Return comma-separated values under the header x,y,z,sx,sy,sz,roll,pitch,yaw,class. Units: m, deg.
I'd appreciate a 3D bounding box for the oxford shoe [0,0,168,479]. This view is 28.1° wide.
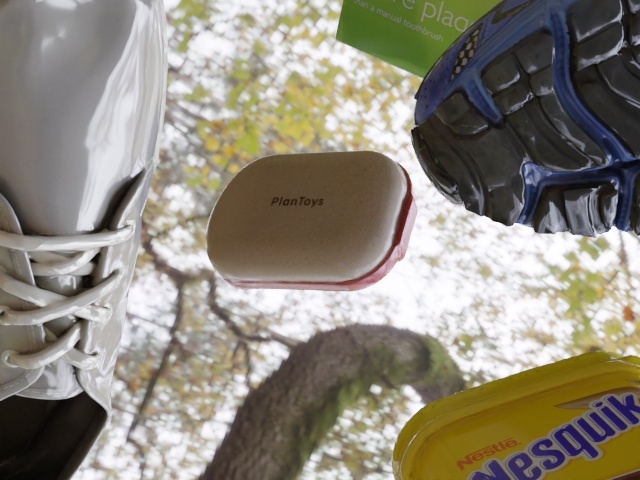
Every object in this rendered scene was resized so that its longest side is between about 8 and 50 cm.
x,y,z,sx,sy,sz,roll,pitch,yaw,class
-0.182,0.014,0.837,0.130,0.169,0.449,48,-51,42,oxford shoe

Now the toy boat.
x,y,z,sx,sy,sz,roll,pitch,yaw,class
0.000,0.000,1.318,0.231,0.151,0.151,1,-122,30,toy boat

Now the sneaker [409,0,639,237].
x,y,z,sx,sy,sz,roll,pitch,yaw,class
0.112,-0.076,0.370,0.221,0.083,0.087,-33,-147,-19,sneaker

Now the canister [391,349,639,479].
x,y,z,sx,sy,sz,roll,pitch,yaw,class
0.113,0.116,0.496,0.126,0.073,0.170,-16,-159,-10,canister

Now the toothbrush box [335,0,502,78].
x,y,z,sx,sy,sz,roll,pitch,yaw,class
0.148,-0.232,0.830,0.206,0.122,0.283,27,-53,16,toothbrush box
